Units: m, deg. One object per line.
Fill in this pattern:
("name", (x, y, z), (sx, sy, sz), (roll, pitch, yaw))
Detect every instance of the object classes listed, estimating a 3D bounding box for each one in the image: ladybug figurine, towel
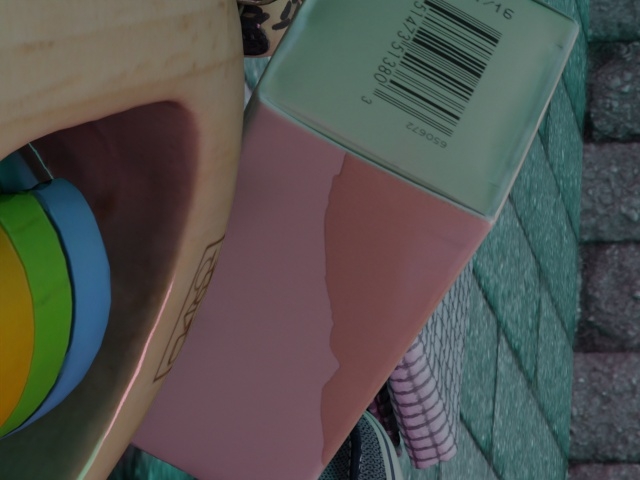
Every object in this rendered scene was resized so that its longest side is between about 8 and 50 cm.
("ladybug figurine", (-0.156, 0.013, 0.558), (0.305, 0.162, 0.449), (-68, 169, 13))
("towel", (0.038, -0.001, 1.392), (0.235, 0.121, 0.284), (67, 25, -56))

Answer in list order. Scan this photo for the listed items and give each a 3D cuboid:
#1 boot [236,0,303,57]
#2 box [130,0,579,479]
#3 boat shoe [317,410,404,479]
("boot", (-0.075, -0.151, 0.993), (0.284, 0.138, 0.377), (32, 53, -71))
("box", (0.000, 0.000, 0.964), (0.148, 0.121, 0.311), (-63, -179, -37))
("boat shoe", (-0.038, 0.182, 1.094), (0.340, 0.127, 0.158), (-74, 152, -47))
